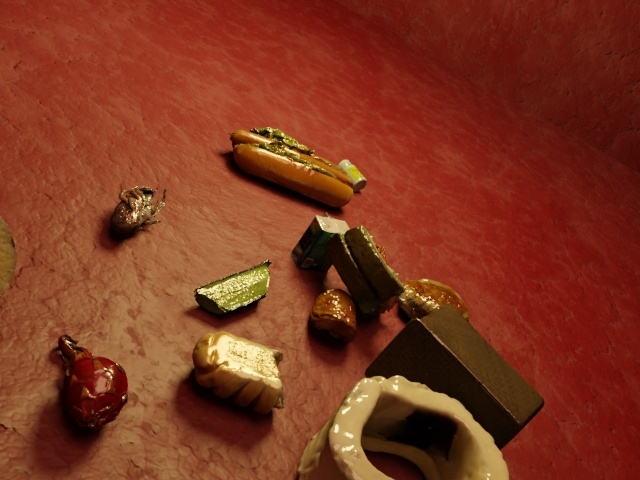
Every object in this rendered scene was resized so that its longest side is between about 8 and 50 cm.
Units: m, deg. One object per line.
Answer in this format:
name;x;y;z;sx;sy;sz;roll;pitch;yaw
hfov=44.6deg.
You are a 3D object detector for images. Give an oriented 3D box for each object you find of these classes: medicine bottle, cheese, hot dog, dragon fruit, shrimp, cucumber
medicine bottle;0.081;-0.171;2.051;0.047;0.047;0.083;-5;49;-46
cheese;0.130;0.371;1.256;0.332;0.153;0.292;24;33;-19
hot dog;0.031;0.150;1.550;0.099;0.065;0.147;27;20;-11
dragon fruit;-0.334;0.194;1.139;0.094;0.094;0.190;9;27;-34
shrimp;-0.347;-0.064;1.497;0.073;0.074;0.190;2;19;10
cucumber;-0.149;0.097;1.479;0.070;0.046;0.220;46;35;15
hot dog;-0.068;-0.184;1.881;0.337;0.100;0.135;22;34;-20

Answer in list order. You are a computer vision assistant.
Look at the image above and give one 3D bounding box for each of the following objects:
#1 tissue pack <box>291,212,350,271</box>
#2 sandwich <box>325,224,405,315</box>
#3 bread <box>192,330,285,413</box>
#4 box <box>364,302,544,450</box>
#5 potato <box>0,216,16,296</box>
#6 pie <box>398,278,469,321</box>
tissue pack;-0.001;0.000;1.682;0.085;0.111;0.079;10;38;-35
sandwich;0.106;0.060;1.629;0.184;0.109;0.160;62;18;12
bread;-0.130;0.217;1.289;0.177;0.084;0.119;25;31;-13
box;0.248;0.280;1.460;0.273;0.184;0.143;47;30;19
potato;-0.560;0.027;1.125;0.117;0.182;0.202;9;38;34
pie;0.257;0.144;1.757;0.193;0.079;0.163;11;34;-34
